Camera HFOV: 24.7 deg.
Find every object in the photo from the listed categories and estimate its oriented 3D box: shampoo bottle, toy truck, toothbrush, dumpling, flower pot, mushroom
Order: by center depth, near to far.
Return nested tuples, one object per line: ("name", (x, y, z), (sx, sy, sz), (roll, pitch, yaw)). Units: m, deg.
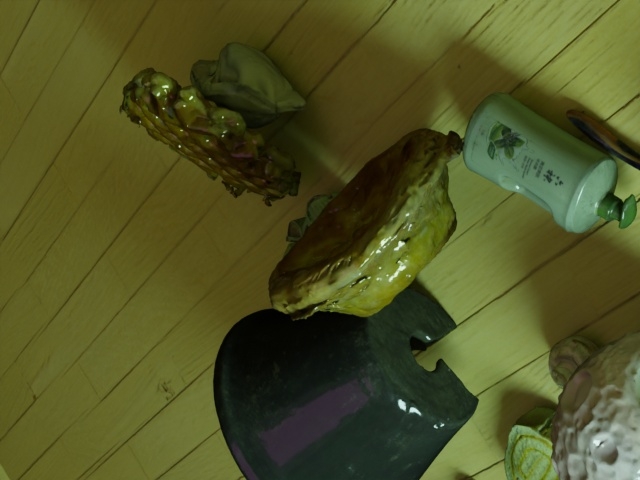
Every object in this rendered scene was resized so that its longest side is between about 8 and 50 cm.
("toothbrush", (0.410, -0.068, 1.707), (0.321, 0.023, 0.031), (41, 128, 27))
("shampoo bottle", (0.287, -0.082, 1.794), (0.234, 0.087, 0.118), (36, 139, 32))
("mushroom", (0.334, 0.166, 1.912), (0.083, 0.067, 0.083), (36, 144, 32))
("flower pot", (0.056, 0.215, 2.083), (0.251, 0.379, 0.379), (-36, 83, 36))
("dumpling", (-0.117, -0.228, 2.163), (0.199, 0.136, 0.118), (23, 106, 30))
("toy truck", (0.000, 0.000, 2.204), (0.116, 0.085, 0.191), (55, 144, 27))

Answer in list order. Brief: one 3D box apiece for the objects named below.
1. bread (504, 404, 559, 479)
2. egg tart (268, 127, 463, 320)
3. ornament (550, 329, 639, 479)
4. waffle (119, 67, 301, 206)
("bread", (0.314, 0.306, 2.029), (0.117, 0.064, 0.156), (45, 142, 29))
("egg tart", (0.074, -0.003, 1.935), (0.129, 0.341, 0.341), (45, 145, -9))
("ornament", (0.400, 0.241, 1.725), (0.259, 0.259, 0.225), (45, 147, 23))
("waffle", (-0.165, -0.149, 2.194), (0.302, 0.068, 0.325), (34, 170, -14))
